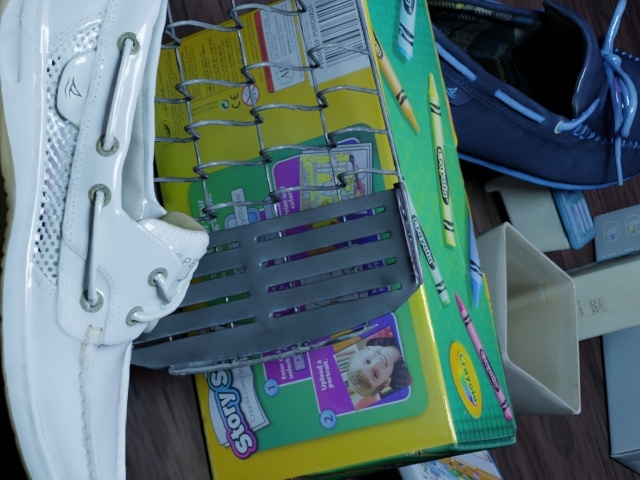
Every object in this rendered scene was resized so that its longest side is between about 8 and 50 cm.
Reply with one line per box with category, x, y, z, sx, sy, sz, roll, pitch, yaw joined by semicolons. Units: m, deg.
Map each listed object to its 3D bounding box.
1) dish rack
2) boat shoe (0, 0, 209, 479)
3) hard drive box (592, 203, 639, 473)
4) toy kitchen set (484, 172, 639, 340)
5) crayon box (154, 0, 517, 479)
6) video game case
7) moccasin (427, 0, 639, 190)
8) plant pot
dish rack;-0.060;-0.067;0.921;0.074;0.208;0.271;3;74;-76
boat shoe;-0.104;0.005;0.848;0.098;0.096;0.277;-71;160;-80
hard drive box;0.332;0.102;1.563;0.181;0.089;0.232;33;49;-48
toy kitchen set;0.232;-0.042;1.441;0.166;0.122;0.207;-31;103;-58
crayon box;0.000;0.000;1.010;0.081;0.165;0.278;3;73;-57
video game case;0.085;0.151;1.135;0.119;0.015;0.166;30;23;-41
moccasin;0.168;-0.112;1.281;0.342;0.117;0.138;0;60;-39
plant pot;0.117;0.066;1.230;0.109;0.096;0.109;37;46;-45
